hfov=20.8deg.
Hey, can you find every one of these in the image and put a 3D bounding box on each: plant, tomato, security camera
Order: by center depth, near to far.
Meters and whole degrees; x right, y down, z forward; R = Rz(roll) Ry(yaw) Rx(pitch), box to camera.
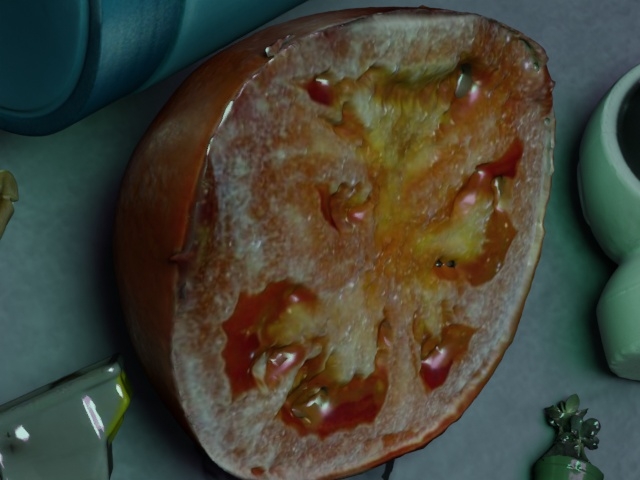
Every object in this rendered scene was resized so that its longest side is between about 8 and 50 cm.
[{"bbox_3d":[-0.006,-0.008,1.111,0.338,0.144,0.338,-17,117,-37],"label":"tomato"},{"bbox_3d":[0.179,0.156,1.243,0.051,0.051,0.102,25,61,-19],"label":"plant"},{"bbox_3d":[0.287,-0.025,1.272,0.195,0.194,0.236,5,71,-26],"label":"security camera"}]

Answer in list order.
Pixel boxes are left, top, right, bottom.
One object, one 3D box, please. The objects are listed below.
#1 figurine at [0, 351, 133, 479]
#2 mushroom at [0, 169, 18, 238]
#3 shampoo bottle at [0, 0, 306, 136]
[{"bbox_3d":[-0.138,0.230,0.996,0.343,0.167,0.285,-23,92,-32],"label":"figurine"},{"bbox_3d":[-0.293,-0.057,1.049,0.225,0.093,0.116,21,82,-30],"label":"mushroom"},{"bbox_3d":[-0.102,-0.283,1.062,0.343,0.331,0.331,-33,92,-31],"label":"shampoo bottle"}]
